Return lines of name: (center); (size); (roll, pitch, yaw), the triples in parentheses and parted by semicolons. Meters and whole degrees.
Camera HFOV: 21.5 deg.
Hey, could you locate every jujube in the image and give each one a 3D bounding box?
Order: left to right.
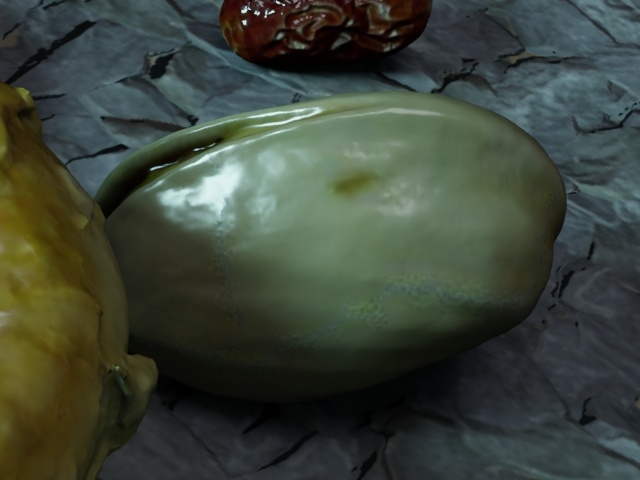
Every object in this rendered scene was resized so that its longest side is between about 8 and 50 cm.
jujube: (0.003, -0.138, 1.006); (0.129, 0.077, 0.077); (-15, 51, -20)

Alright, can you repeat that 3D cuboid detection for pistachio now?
pistachio: (0.000, 0.000, 0.802); (0.238, 0.153, 0.137); (-12, 33, 4)

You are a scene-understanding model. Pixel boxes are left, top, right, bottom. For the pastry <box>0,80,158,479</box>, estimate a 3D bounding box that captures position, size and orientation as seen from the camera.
pastry: (-0.228, 0.041, 0.626); (0.316, 0.184, 0.284); (27, 48, 3)
